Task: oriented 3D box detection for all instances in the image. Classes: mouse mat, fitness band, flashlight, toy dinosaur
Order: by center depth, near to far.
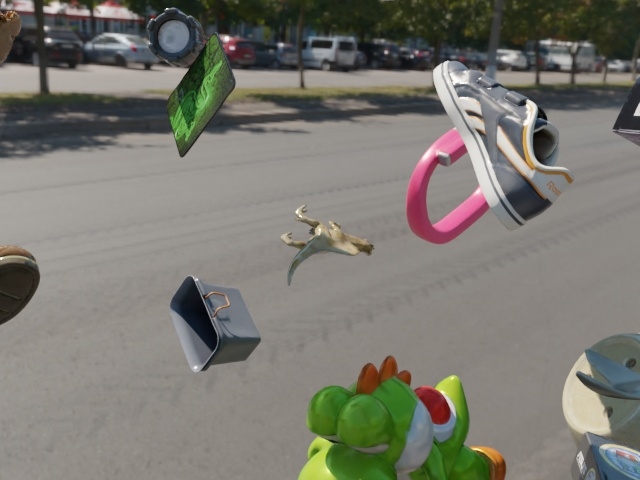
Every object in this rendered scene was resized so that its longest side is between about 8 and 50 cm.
[{"bbox_3d":[0.000,0.000,0.835,0.093,0.053,0.183,31,25,30],"label":"toy dinosaur"},{"bbox_3d":[-0.217,-0.259,1.214,0.007,0.189,0.152,11,44,-40],"label":"mouse mat"},{"bbox_3d":[0.273,-0.115,1.309,0.291,0.209,0.054,-35,43,-30],"label":"fitness band"},{"bbox_3d":[-0.252,-0.381,1.375,0.103,0.103,0.304,24,5,5],"label":"flashlight"}]

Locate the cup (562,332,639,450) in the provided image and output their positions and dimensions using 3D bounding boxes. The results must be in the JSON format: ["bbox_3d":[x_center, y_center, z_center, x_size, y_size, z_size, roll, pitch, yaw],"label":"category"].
[{"bbox_3d":[0.517,0.272,1.037,0.237,0.331,0.331,33,9,-16],"label":"cup"}]

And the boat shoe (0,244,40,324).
[{"bbox_3d":[-0.515,0.082,0.963,0.111,0.307,0.104,33,30,-48],"label":"boat shoe"}]

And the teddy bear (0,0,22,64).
[{"bbox_3d":[-0.621,-0.378,1.122,0.113,0.245,0.338,28,17,-5],"label":"teddy bear"}]

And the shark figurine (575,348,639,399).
[{"bbox_3d":[0.304,0.029,0.459,0.166,0.278,0.116,26,37,12],"label":"shark figurine"}]

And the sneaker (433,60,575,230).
[{"bbox_3d":[0.281,-0.173,1.040,0.126,0.127,0.321,23,41,-47],"label":"sneaker"}]

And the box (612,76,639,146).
[{"bbox_3d":[0.634,-0.187,1.145,0.207,0.108,0.153,23,5,-16],"label":"box"}]

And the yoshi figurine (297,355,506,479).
[{"bbox_3d":[0.080,0.270,0.779,0.204,0.203,0.362,-28,-35,19],"label":"yoshi figurine"}]

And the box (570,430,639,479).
[{"bbox_3d":[0.384,0.308,0.684,0.216,0.060,0.270,18,13,10],"label":"box"}]

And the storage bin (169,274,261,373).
[{"bbox_3d":[-0.150,0.119,1.016,0.091,0.098,0.135,6,42,-43],"label":"storage bin"}]
